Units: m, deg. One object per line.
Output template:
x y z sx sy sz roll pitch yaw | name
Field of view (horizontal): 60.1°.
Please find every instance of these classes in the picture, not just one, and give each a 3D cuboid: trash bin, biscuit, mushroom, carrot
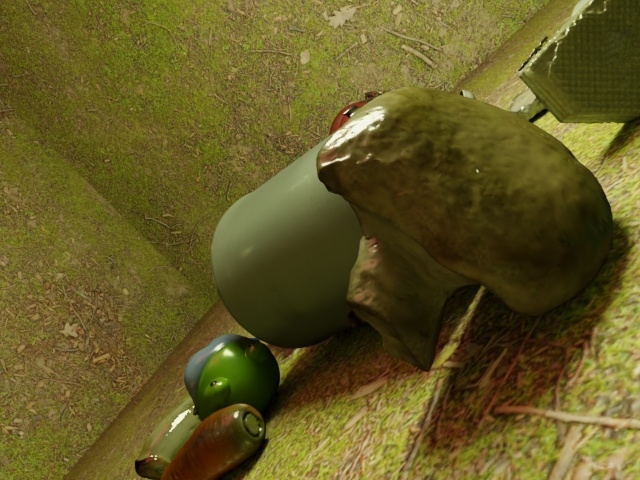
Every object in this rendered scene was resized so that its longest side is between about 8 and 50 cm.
0.023 -0.002 0.824 0.280 0.280 0.432 -49 11 -35 | trash bin
0.434 -0.286 1.068 0.188 0.040 0.265 -41 7 6 | biscuit
0.135 -0.049 0.520 0.292 0.218 0.211 -39 22 -28 | mushroom
0.374 -0.241 0.674 0.252 0.150 0.052 -44 6 -5 | biscuit
-0.264 0.358 1.140 0.099 0.081 0.312 -30 13 42 | mushroom
-0.161 0.309 0.812 0.193 0.087 0.087 -40 8 24 | carrot

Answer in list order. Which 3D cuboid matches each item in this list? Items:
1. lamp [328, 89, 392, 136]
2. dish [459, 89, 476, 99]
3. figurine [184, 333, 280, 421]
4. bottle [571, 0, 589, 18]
0.172 -0.274 1.527 0.303 0.302 0.257 -148 60 -83 | lamp
0.367 -0.283 1.309 0.141 0.077 0.141 3 -90 -83 | dish
-0.151 0.250 0.945 0.162 0.143 0.263 -39 -14 -28 | figurine
0.541 -0.414 0.931 0.104 0.104 0.245 -45 7 -9 | bottle
